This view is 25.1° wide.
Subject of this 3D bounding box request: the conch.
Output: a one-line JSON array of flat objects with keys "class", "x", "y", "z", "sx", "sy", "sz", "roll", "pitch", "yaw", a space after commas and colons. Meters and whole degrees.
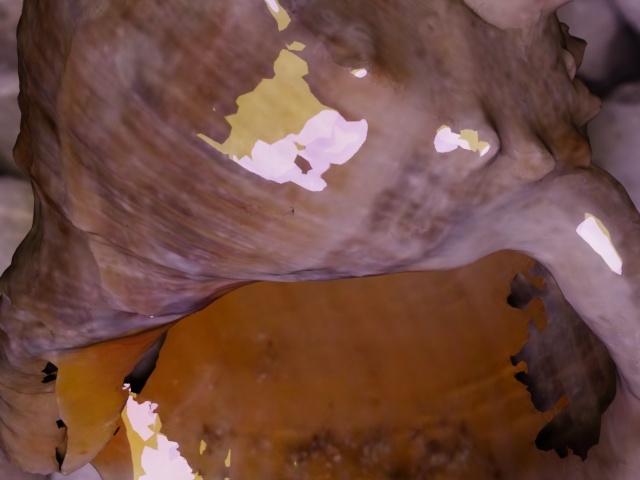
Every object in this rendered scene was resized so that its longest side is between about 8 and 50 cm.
[{"class": "conch", "x": 0.009, "y": -0.012, "z": 0.565, "sx": 0.297, "sy": 0.210, "sz": 0.352, "roll": 40, "pitch": 143, "yaw": -7}]
